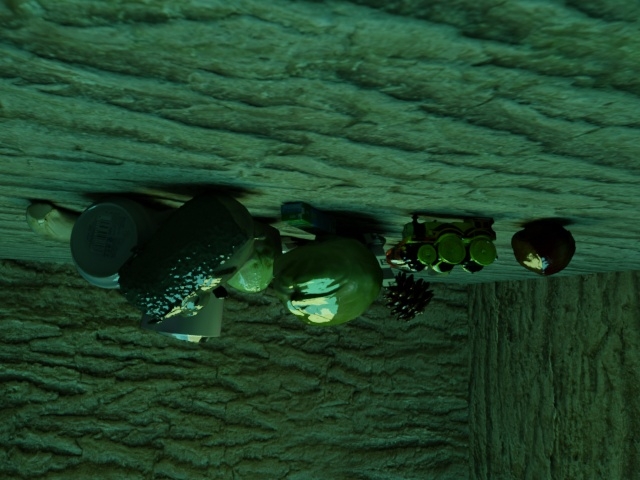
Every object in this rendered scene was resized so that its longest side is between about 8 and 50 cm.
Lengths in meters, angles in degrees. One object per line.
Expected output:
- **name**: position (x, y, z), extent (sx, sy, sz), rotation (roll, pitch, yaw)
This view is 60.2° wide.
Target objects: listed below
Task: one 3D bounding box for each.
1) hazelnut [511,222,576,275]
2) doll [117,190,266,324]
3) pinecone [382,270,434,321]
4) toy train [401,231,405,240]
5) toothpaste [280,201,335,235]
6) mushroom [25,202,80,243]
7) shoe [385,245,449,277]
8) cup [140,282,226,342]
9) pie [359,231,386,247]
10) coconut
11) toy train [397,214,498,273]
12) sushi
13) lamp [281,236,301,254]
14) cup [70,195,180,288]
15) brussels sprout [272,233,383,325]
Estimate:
- **hazelnut**: position (0.656, 0.014, 1.638), extent (0.170, 0.161, 0.202), rotation (16, -154, -14)
- **doll**: position (-0.306, 0.048, 1.331), extent (0.349, 0.247, 0.247), rotation (-39, -178, -14)
- **pinecone**: position (0.337, 0.212, 2.161), extent (0.207, 0.208, 0.208), rotation (2, 172, 0)
- **toy train**: position (0.298, -0.011, 1.835), extent (0.029, 0.045, 0.092), rotation (2, 175, -20)
- **toothpaste**: position (-0.029, -0.056, 1.555), extent (0.065, 0.050, 0.266), rotation (-2, 171, 20)
- **mushroom**: position (-0.758, -0.047, 1.656), extent (0.122, 0.095, 0.351), rotation (-19, 170, 5)
- **shoe**: position (0.351, 0.061, 2.087), extent (0.170, 0.133, 0.336), rotation (10, 175, -26)
- **cup**: position (-0.432, 0.135, 1.794), extent (0.253, 0.372, 0.253), rotation (6, 173, 1)
- **pie**: position (0.129, 0.007, 1.902), extent (0.193, 0.079, 0.163), rotation (1, 159, 14)
- **coconut**: position (-0.220, 0.034, 1.719), extent (0.235, 0.236, 0.204), rotation (7, -163, -34)
- **toy train**: position (0.361, 0.008, 1.567), extent (0.296, 0.161, 0.100), rotation (1, 163, -15)
- **sushi**: position (0.084, 0.039, 1.832), extent (0.296, 0.100, 0.373), rotation (-7, 149, 17)
- **lamp**: position (-0.124, 0.049, 2.132), extent (0.179, 0.108, 0.246), rotation (-6, 170, 19)
- **cup**: position (-0.466, 0.000, 1.518), extent (0.322, 0.237, 0.327), rotation (-29, 167, 7)
- **brussels sprout**: position (0.027, 0.113, 1.633), extent (0.327, 0.247, 0.328), rotation (-1, 133, -1)
